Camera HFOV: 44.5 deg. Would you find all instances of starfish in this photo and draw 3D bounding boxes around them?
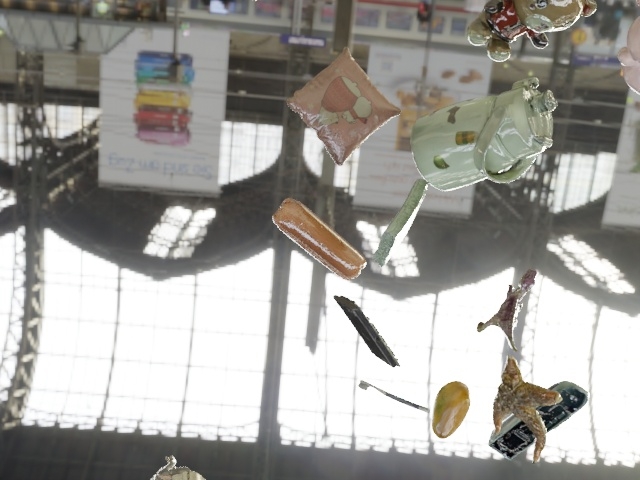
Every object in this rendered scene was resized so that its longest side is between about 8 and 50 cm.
[{"bbox_3d":[0.376,0.310,1.437,0.050,0.247,0.138,-26,-130,-19],"label":"starfish"}]

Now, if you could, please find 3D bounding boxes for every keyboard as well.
[{"bbox_3d":[0.105,0.201,1.720,0.025,0.230,0.093,-47,-139,-16],"label":"keyboard"}]

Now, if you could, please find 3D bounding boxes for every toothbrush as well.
[{"bbox_3d":[0.216,0.470,2.351,0.288,0.026,0.024,13,155,46],"label":"toothbrush"}]

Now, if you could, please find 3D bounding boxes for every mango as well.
[{"bbox_3d":[0.244,0.318,1.469,0.057,0.114,0.079,16,169,45],"label":"mango"}]

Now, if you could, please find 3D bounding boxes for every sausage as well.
[{"bbox_3d":[-0.001,0.000,1.967,0.289,0.086,0.086,40,-179,-27],"label":"sausage"}]

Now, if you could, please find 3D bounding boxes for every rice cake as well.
[{"bbox_3d":[0.197,-0.045,1.893,0.043,0.127,0.237,29,-129,8],"label":"rice cake"}]

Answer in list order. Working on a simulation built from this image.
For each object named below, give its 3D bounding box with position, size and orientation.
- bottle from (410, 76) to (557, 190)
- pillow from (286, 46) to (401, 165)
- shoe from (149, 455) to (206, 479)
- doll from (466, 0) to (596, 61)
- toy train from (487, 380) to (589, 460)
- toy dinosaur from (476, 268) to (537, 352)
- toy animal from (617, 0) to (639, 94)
[{"bbox_3d":[0.416,-0.249,1.905,0.351,0.229,0.229,-14,179,44],"label":"bottle"},{"bbox_3d":[0.060,-0.350,2.037,0.223,0.236,0.084,-39,-175,0],"label":"pillow"},{"bbox_3d":[-0.198,0.389,1.160,0.180,0.089,0.092,11,-121,42],"label":"shoe"},{"bbox_3d":[0.563,-0.624,2.119,0.235,0.174,0.330,33,147,-31],"label":"doll"},{"bbox_3d":[0.618,0.485,2.188,0.086,0.407,0.088,34,-134,1],"label":"toy train"},{"bbox_3d":[0.466,0.195,1.954,0.072,0.200,0.251,37,-121,2],"label":"toy dinosaur"},{"bbox_3d":[0.581,-0.351,1.352,0.124,0.212,0.124,-7,-124,11],"label":"toy animal"}]
